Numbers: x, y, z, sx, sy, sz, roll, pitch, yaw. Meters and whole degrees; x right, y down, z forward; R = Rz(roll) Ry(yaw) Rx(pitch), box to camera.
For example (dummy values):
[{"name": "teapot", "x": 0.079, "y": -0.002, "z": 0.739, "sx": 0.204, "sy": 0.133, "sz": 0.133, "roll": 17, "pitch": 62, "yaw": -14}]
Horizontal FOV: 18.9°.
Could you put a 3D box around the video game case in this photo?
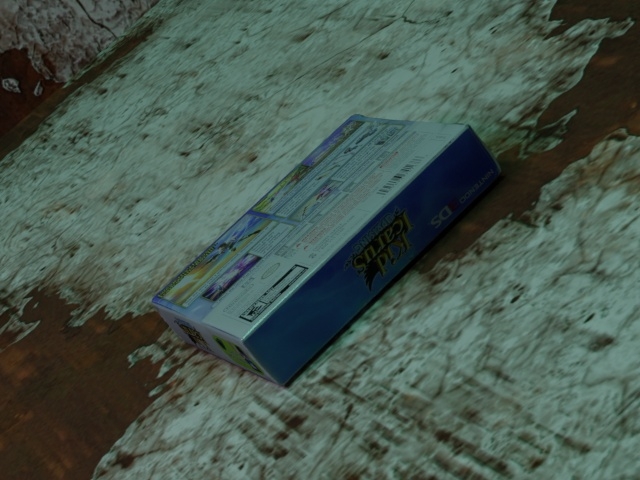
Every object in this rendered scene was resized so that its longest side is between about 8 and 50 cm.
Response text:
[{"name": "video game case", "x": 0.000, "y": 0.000, "z": 1.695, "sx": 0.269, "sy": 0.061, "sz": 0.244, "roll": -43, "pitch": 20, "yaw": -13}]
